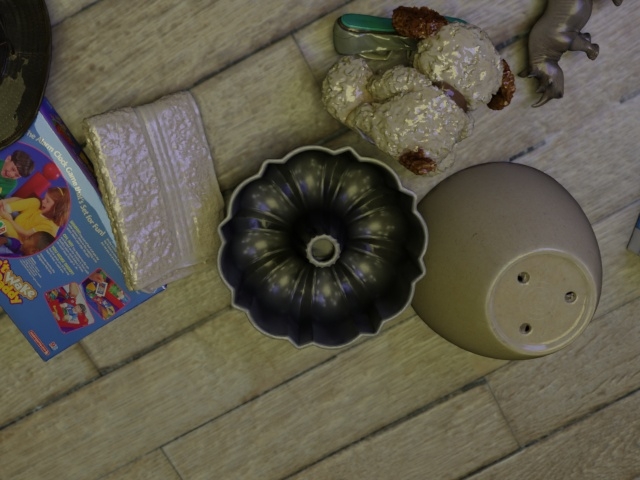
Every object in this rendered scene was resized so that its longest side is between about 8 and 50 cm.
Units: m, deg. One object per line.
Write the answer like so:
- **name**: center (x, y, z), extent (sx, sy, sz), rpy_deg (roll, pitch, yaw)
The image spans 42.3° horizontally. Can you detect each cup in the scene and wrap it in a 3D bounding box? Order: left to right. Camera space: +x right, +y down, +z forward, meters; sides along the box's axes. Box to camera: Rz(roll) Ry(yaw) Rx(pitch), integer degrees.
- **cup**: center (0.309, 0.057, 1.308), extent (0.331, 0.237, 0.330), rpy_deg (-1, 105, -5)

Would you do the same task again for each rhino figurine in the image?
- **rhino figurine**: center (0.382, -0.323, 1.294), extent (0.106, 0.073, 0.243), rpy_deg (18, 104, -14)

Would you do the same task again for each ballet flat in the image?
- **ballet flat**: center (0.124, -0.313, 1.283), extent (0.213, 0.072, 0.068), rpy_deg (1, 133, -5)

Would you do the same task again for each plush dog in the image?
- **plush dog**: center (0.167, -0.217, 1.215), extent (0.263, 0.210, 0.225), rpy_deg (31, 99, -25)

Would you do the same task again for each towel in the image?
- **towel**: center (-0.244, -0.073, 1.263), extent (0.187, 0.049, 0.282), rpy_deg (-24, 109, -37)

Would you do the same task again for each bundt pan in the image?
- **bundt pan**: center (0.000, 0.000, 1.317), extent (0.331, 0.124, 0.330), rpy_deg (-1, 105, -4)

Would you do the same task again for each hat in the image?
- **hat**: center (-0.537, -0.274, 1.145), extent (0.332, 0.134, 0.331), rpy_deg (0, 88, 0)

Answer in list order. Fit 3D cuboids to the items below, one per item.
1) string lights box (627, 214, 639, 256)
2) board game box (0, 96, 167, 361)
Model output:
- **string lights box**: center (0.606, -0.079, 1.352), extent (0.077, 0.133, 0.259), rpy_deg (13, 104, -10)
- **board game box**: center (-0.432, -0.014, 1.296), extent (0.233, 0.078, 0.347), rpy_deg (-31, 106, 3)
